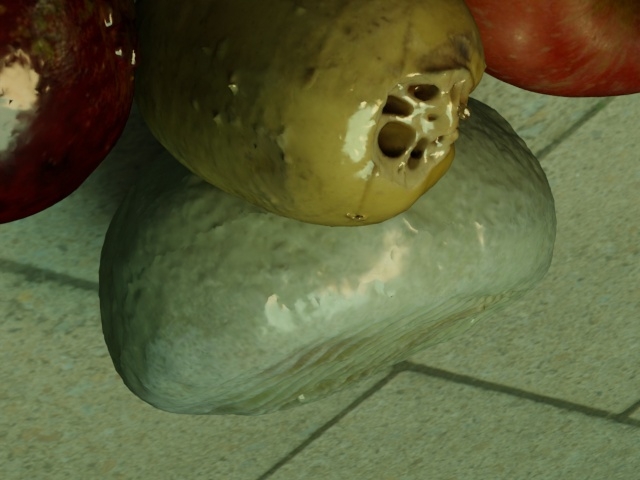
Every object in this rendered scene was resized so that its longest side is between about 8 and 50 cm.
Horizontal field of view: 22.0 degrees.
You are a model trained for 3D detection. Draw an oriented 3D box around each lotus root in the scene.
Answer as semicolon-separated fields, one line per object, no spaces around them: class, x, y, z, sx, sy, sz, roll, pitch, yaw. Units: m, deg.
lotus root;-0.033;-0.112;0.997;0.152;0.343;0.169;12;99;-36

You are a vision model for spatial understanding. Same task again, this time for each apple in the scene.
apple;0.169;-0.221;1.015;0.260;0.216;0.260;-14;146;-10

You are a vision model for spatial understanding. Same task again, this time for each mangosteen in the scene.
mangosteen;-0.235;-0.108;0.962;0.258;0.215;0.215;-10;149;11

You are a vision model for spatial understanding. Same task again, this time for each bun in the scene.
bun;0.000;0.000;1.215;0.362;0.211;0.362;-20;165;-6
